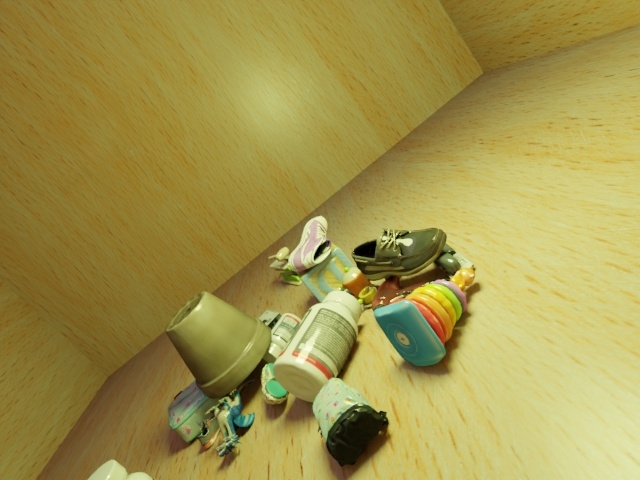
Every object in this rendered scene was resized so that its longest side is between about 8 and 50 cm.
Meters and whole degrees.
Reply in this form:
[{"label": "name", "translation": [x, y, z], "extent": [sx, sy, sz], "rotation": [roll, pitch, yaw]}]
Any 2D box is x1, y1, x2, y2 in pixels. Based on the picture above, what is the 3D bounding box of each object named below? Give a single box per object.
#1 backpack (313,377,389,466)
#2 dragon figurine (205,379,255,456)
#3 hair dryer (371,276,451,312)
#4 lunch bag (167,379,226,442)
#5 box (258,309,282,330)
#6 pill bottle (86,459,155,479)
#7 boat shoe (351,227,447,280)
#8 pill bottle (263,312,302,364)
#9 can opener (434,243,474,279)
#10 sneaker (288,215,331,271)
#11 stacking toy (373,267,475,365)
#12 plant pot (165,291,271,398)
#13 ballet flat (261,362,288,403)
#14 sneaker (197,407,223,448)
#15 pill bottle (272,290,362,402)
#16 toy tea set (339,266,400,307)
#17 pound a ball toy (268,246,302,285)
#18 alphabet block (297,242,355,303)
[{"label": "backpack", "translation": [0.057, 0.401, 0.980], "extent": [0.152, 0.115, 0.182], "rotation": [-43, 12, -4]}, {"label": "dragon figurine", "translation": [-0.271, 0.566, 1.365], "extent": [0.085, 0.144, 0.289], "rotation": [-38, -5, 14]}, {"label": "hair dryer", "translation": [0.263, 0.172, 1.295], "extent": [0.223, 0.080, 0.293], "rotation": [-26, 18, -9]}, {"label": "lunch bag", "translation": [-0.475, 0.628, 1.649], "extent": [0.224, 0.108, 0.279], "rotation": [-44, 15, -16]}, {"label": "box", "translation": [-0.274, 0.429, 1.789], "extent": [0.290, 0.087, 0.169], "rotation": [-45, 15, -21]}, {"label": "pill bottle", "translation": [-0.430, 0.670, 1.008], "extent": [0.169, 0.301, 0.169], "rotation": [-37, 14, 11]}, {"label": "boat shoe", "translation": [0.226, 0.035, 1.329], "extent": [0.355, 0.130, 0.132], "rotation": [-27, 32, 47]}, {"label": "pill bottle", "translation": [-0.145, 0.372, 1.597], "extent": [0.108, 0.108, 0.180], "rotation": [-24, 21, 46]}, {"label": "can opener", "translation": [0.376, 0.035, 1.317], "extent": [0.076, 0.095, 0.283], "rotation": [-38, 21, 5]}, {"label": "sneaker", "translation": [0.001, 0.001, 1.638], "extent": [0.161, 0.102, 0.282], "rotation": [-21, 34, 42]}, {"label": "stacking toy", "translation": [0.300, 0.161, 1.075], "extent": [0.302, 0.166, 0.175], "rotation": [-34, -2, -30]}, {"label": "plant pot", "translation": [-0.383, 0.342, 1.523], "extent": [0.323, 0.280, 0.323], "rotation": [-36, 17, 13]}, {"label": "ballet flat", "translation": [-0.154, 0.482, 1.379], "extent": [0.241, 0.091, 0.077], "rotation": [-131, 61, -80]}, {"label": "sneaker", "translation": [-0.374, 0.632, 1.467], "extent": [0.061, 0.065, 0.158], "rotation": [-34, 15, 21]}, {"label": "pill bottle", "translation": [0.008, 0.302, 1.277], "extent": [0.176, 0.176, 0.318], "rotation": [-26, 20, 44]}, {"label": "toy tea set", "translation": [0.211, 0.084, 1.531], "extent": [0.336, 0.124, 0.200], "rotation": [-44, 14, -14]}, {"label": "pound a ball toy", "translation": [-0.170, 0.113, 2.245], "extent": [0.136, 0.208, 0.319], "rotation": [-45, 14, -18]}, {"label": "alphabet block", "translation": [0.033, 0.137, 1.697], "extent": [0.193, 0.192, 0.197], "rotation": [-39, 13, -3]}]
